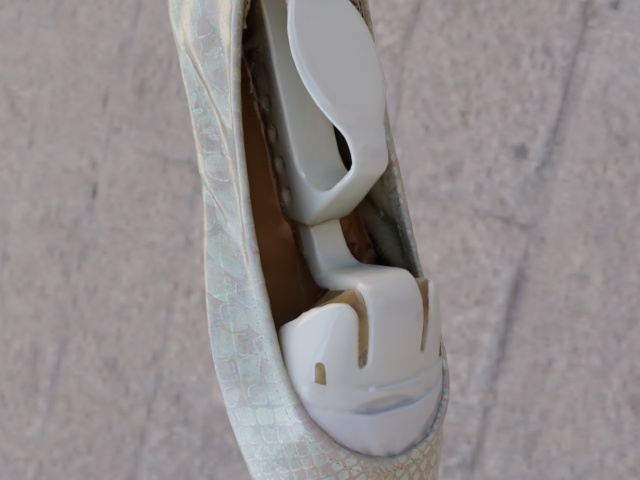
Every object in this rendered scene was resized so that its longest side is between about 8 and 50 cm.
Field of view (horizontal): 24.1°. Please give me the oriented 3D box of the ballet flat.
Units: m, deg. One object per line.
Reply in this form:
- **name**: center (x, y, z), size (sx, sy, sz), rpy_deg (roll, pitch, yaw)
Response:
- **ballet flat**: center (0.000, 0.000, 0.352), size (0.052, 0.057, 0.168), rpy_deg (-14, 91, 61)
